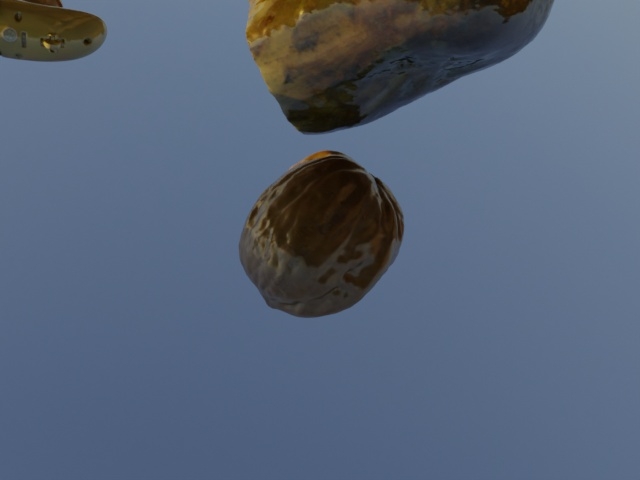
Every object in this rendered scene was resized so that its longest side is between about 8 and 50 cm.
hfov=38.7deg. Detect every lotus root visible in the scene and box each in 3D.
[{"bbox_3d":[0.092,-0.277,1.040,0.346,0.250,0.250,-15,-152,26],"label":"lotus root"}]

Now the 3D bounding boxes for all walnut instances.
[{"bbox_3d":[0.000,0.000,1.139,0.213,0.213,0.213,10,-142,-8],"label":"walnut"}]

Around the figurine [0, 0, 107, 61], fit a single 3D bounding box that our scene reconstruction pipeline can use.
[{"bbox_3d":[-0.593,-0.442,1.837,0.325,0.124,0.222,5,-147,-7],"label":"figurine"}]
